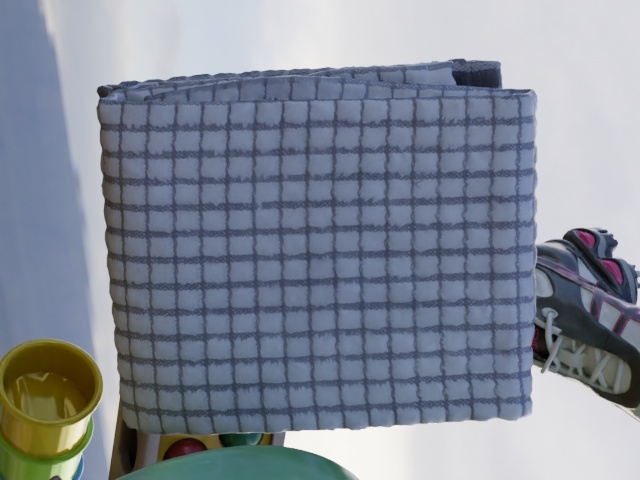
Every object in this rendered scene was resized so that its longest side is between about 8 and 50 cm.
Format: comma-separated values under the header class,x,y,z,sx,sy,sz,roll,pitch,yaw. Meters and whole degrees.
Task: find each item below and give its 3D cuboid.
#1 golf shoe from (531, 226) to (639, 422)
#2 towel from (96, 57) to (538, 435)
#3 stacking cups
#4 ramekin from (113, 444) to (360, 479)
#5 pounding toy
class,x,y,z,sx,sy,sz,roll,pitch,yaw
golf shoe,0.218,0.089,1.289,0.273,0.120,0.105,-134,-139,-53
towel,0.000,0.000,1.145,0.121,0.284,0.235,-113,-160,-78
stacking cups,-0.273,0.219,1.603,0.316,0.096,0.096,112,-32,-48
ramekin,-0.067,0.279,1.007,0.148,0.303,0.303,55,-28,41
pounding toy,-0.135,0.217,1.478,0.094,0.181,0.206,30,-67,62
